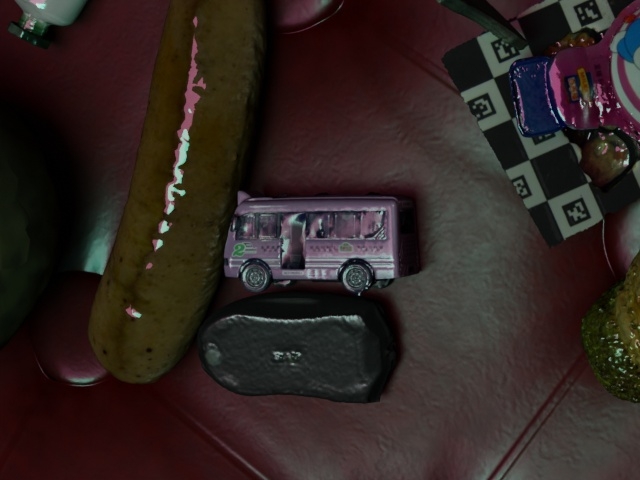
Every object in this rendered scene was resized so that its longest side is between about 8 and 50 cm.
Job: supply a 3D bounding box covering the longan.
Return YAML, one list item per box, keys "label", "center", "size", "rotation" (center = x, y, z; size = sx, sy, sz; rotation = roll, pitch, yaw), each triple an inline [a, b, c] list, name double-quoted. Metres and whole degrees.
- label: "longan"
  center: [-0.482, -0.019, 1.339]
  size: [0.391, 0.391, 0.391]
  rotation: [3, 98, 21]

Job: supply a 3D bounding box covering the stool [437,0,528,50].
- label: "stool"
  center: [0.154, -0.363, 1.115]
  size: [0.243, 0.170, 0.269]
  rotation: [-47, 59, 20]

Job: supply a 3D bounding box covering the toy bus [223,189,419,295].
- label: "toy bus"
  center: [0.000, 0.000, 1.301]
  size: [0.199, 0.096, 0.108]
  rotation: [0, 93, 20]

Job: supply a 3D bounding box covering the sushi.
- label: "sushi"
  center: [0.248, -0.129, 1.206]
  size: [0.192, 0.050, 0.215]
  rotation: [-29, 90, -1]

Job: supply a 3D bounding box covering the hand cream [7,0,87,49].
- label: "hand cream"
  center: [-0.262, -0.377, 1.382]
  size: [0.121, 0.076, 0.336]
  rotation: [30, 100, 14]

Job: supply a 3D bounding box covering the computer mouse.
- label: "computer mouse"
  center: [-0.024, 0.115, 1.336]
  size: [0.217, 0.073, 0.122]
  rotation: [2, 111, 13]

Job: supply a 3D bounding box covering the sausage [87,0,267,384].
- label: "sausage"
  center: [-0.144, -0.074, 1.337]
  size: [0.136, 0.123, 0.501]
  rotation: [30, 109, 49]

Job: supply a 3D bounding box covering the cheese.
- label: "cheese"
  center: [0.300, -0.154, 1.150]
  size: [0.244, 0.062, 0.155]
  rotation: [-10, 92, 0]

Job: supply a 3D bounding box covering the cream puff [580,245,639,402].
- label: "cream puff"
  center: [0.327, 0.080, 1.163]
  size: [0.169, 0.183, 0.183]
  rotation: [-35, 83, 45]
